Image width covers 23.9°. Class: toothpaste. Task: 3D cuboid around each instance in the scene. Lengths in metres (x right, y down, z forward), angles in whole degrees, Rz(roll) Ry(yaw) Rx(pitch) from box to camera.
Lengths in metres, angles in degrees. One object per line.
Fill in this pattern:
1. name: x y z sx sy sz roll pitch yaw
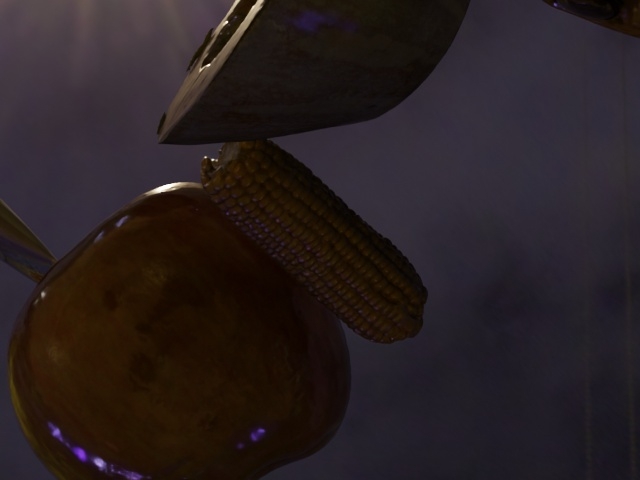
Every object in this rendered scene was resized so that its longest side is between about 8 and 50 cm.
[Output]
1. toothpaste: -0.384 -0.039 1.685 0.371 0.125 0.080 35 -108 23

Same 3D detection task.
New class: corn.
1. corn: 0.000 0.000 1.060 0.068 0.207 0.068 -38 -155 21

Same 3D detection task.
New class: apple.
1. apple: -0.102 0.097 1.170 0.264 0.264 0.264 -7 -111 20

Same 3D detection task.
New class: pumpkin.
1. pumpkin: 0.009 -0.125 0.840 0.110 0.217 0.217 28 -98 -12

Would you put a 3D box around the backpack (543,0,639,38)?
1. backpack: 0.307 -0.297 1.311 0.378 0.353 0.201 23 -107 17
